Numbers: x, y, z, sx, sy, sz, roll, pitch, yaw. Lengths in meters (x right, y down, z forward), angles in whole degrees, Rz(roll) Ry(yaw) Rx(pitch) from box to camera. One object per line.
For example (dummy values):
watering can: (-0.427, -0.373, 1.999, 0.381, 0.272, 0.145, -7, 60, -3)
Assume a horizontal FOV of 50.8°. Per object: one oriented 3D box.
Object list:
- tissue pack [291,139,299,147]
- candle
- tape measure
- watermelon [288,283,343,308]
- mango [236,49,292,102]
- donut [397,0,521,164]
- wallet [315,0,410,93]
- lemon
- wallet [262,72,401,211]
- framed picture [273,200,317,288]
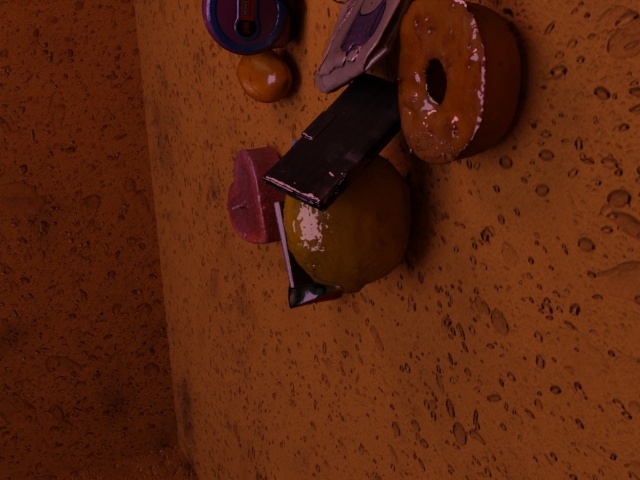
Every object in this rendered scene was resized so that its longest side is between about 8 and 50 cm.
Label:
tissue pack: (-0.038, -0.099, 1.637, 0.177, 0.089, 0.263, 87, -174, -87)
candle: (-0.189, -0.102, 2.007, 0.287, 0.132, 0.317, 63, 150, 28)
tape measure: (-0.173, -0.585, 1.691, 0.149, 0.245, 0.231, -115, 28, -62)
watermelon: (0.012, 0.091, 1.680, 0.193, 0.137, 0.145, -63, 9, -27)
mango: (-0.146, -0.443, 1.819, 0.219, 0.113, 0.144, 34, 125, 51)
donut: (0.224, -0.265, 1.117, 0.277, 0.109, 0.277, 31, 125, 59)
wallet: (0.081, -0.423, 1.306, 0.335, 0.068, 0.274, -7, 64, 64)
lemon: (0.055, -0.053, 1.371, 0.268, 0.268, 0.321, 167, 110, -64)
wallet: (0.048, -0.191, 1.272, 0.169, 0.317, 0.044, 27, 156, 36)
framed picture: (-0.001, 0.000, 1.519, 0.018, 0.265, 0.192, -12, 87, 35)
